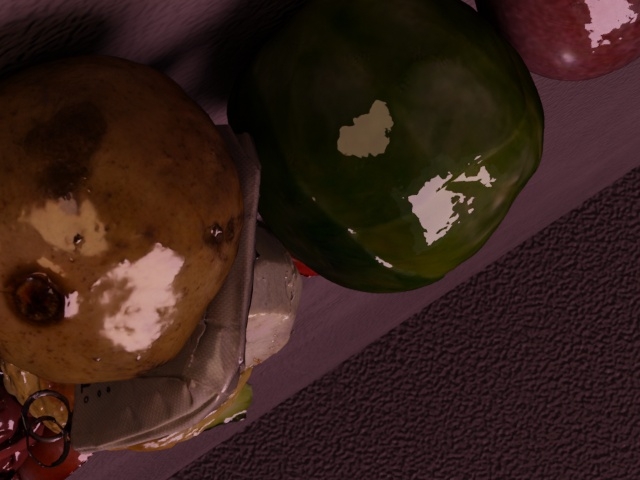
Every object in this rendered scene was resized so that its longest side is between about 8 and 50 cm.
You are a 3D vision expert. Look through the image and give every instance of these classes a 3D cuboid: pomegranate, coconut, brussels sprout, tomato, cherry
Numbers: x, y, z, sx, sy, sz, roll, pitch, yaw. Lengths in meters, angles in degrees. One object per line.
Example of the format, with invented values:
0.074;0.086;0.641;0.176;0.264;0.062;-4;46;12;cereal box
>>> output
-0.205;-0.020;1.488;0.281;0.281;0.281;-31;168;-7;pomegranate
-0.104;0.043;1.789;0.161;0.162;0.161;-21;149;-13;coconut
0.049;-0.102;1.741;0.281;0.289;0.354;-57;-152;-10;brussels sprout
-0.349;0.220;2.380;0.225;0.085;0.225;-44;-156;26;tomato
0.260;-0.274;1.755;0.285;0.213;0.236;79;25;-62;cherry

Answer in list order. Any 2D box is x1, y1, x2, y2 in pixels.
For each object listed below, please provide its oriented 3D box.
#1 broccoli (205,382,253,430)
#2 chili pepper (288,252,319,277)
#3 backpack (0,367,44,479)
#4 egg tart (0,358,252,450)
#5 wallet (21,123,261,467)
-0.179;0.111;2.105;0.248;0.245;0.288;-19;160;-48;broccoli
0.000;0.000;2.485;0.110;0.110;0.387;-34;171;8;chili pepper
-0.452;0.248;2.221;0.229;0.139;0.229;-32;168;-7;backpack
-0.203;0.069;1.919;0.319;0.319;0.128;-31;-158;-7;egg tart
-0.156;0.041;1.671;0.275;0.335;0.068;-11;156;43;wallet
